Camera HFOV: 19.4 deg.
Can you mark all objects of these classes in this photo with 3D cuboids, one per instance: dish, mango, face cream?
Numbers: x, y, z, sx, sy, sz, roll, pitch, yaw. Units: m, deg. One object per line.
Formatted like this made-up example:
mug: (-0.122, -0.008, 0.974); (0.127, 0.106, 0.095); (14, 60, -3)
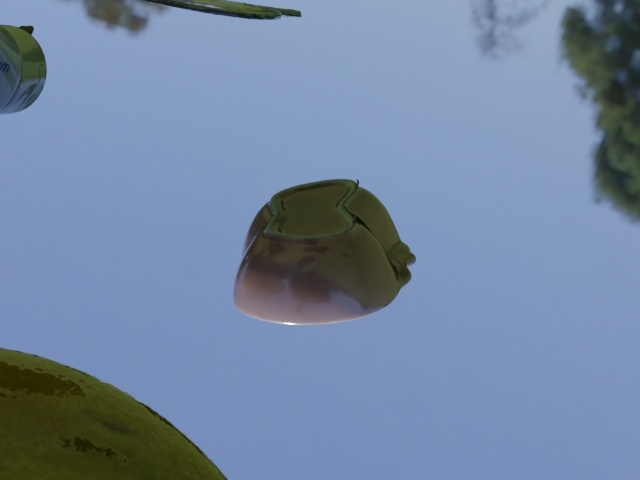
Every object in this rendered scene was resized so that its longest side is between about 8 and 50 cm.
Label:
dish: (0.000, 0.000, 2.010); (0.213, 0.090, 0.213); (-8, -152, 4)
mango: (-0.255, 0.238, 1.482); (0.445, 0.301, 0.220); (19, -170, -8)
face cream: (-0.280, -0.121, 1.351); (0.070, 0.114, 0.224); (42, -164, 10)

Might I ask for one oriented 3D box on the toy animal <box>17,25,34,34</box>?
toy animal: (-0.365, -0.246, 1.809); (0.122, 0.185, 0.298); (29, -121, 31)

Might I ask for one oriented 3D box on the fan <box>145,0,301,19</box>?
fan: (-0.139, -0.217, 1.664); (0.223, 0.012, 0.294); (9, -172, 3)
